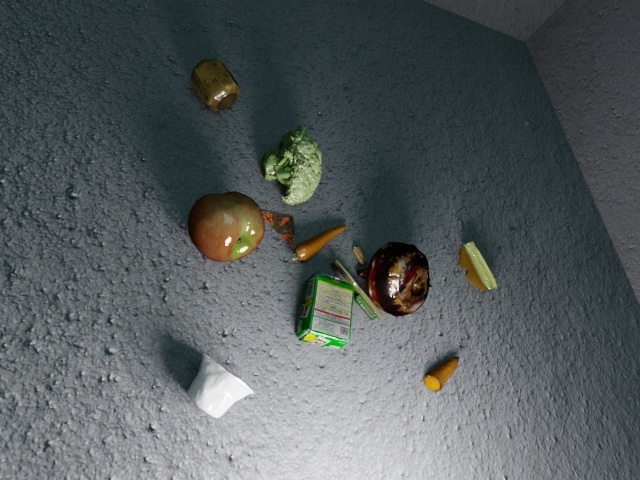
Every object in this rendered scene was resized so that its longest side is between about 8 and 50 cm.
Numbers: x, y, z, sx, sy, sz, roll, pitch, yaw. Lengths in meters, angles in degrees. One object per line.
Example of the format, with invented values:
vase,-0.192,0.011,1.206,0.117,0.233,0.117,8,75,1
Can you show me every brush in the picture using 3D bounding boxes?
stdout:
brush,0.133,0.194,1.804,0.048,0.054,0.282,-36,82,-19

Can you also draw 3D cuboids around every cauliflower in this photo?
cauliflower,-0.120,-0.301,1.855,0.250,0.272,0.275,0,43,5

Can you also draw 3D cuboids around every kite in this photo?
kite,-0.140,-0.066,1.830,0.222,0.008,0.125,46,51,2

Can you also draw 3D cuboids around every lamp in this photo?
lamp,-0.425,-0.633,1.909,0.161,0.161,0.185,-33,83,-38

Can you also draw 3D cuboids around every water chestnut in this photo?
water chestnut,0.275,0.139,1.812,0.300,0.300,0.300,13,58,-22

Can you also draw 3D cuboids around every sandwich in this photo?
sandwich,0.701,0.127,2.136,0.090,0.088,0.244,-18,76,-26

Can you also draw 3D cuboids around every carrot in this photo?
carrot,0.480,0.498,1.811,0.205,0.072,0.072,-28,79,-39
carrot,0.000,0.000,1.835,0.336,0.069,0.069,-33,82,-41

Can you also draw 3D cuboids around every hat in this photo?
hat,-0.303,0.433,1.368,0.203,0.203,0.126,37,70,-5

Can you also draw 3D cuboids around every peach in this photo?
peach,-0.322,-0.052,1.586,0.252,0.252,0.252,13,58,-22

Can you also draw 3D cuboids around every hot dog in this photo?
hot dog,0.158,0.063,1.912,0.037,0.021,0.083,-20,75,-25

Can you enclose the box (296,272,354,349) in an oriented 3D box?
box,0.020,0.252,1.677,0.180,0.103,0.250,20,57,-18
